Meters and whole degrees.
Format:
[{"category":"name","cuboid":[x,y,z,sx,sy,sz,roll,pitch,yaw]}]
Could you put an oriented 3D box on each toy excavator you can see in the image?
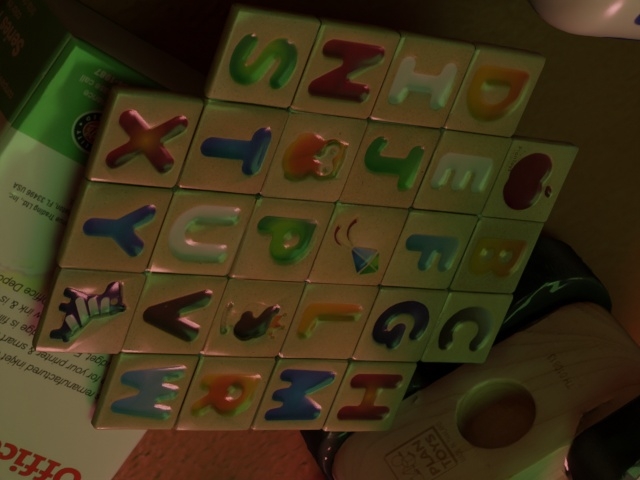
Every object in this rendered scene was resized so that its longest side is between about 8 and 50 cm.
[{"category":"toy excavator","cuboid":[0.118,0.284,1.349,0.433,0.222,0.445,-31,136,-4]}]

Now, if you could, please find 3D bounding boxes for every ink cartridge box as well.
[{"category":"ink cartridge box","cuboid":[-0.166,0.011,1.082,0.201,0.117,0.278,29,103,-36]}]

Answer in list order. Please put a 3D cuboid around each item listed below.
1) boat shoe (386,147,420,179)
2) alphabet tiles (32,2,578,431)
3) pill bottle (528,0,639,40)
[{"category":"boat shoe","cuboid":[-0.009,-0.004,1.170,0.285,0.104,0.089,-42,133,15]},{"category":"alphabet tiles","cuboid":[0.000,0.000,1.083,0.342,0.011,0.285,4,118,-35]},{"category":"pill bottle","cuboid":[0.218,-0.202,1.121,0.272,0.152,0.152,3,117,-28]}]
